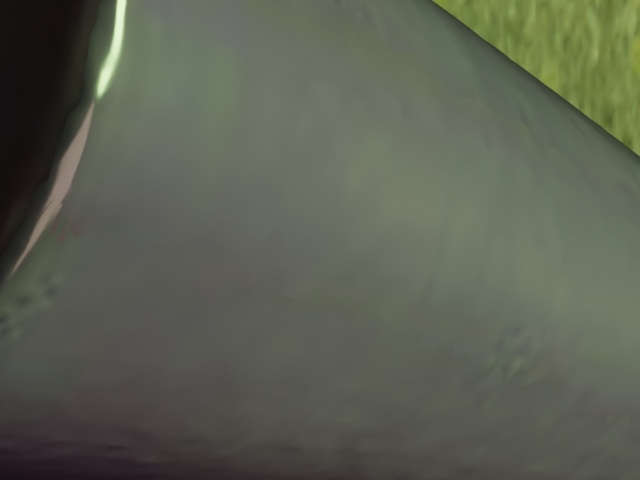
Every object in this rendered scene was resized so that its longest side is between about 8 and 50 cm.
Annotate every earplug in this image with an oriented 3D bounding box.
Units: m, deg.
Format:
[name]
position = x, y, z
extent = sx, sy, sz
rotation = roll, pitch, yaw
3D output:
[earplug]
position = 0.000, 0.000, 0.638
extent = 0.456, 0.215, 0.215
rotation = 21, 99, -49
